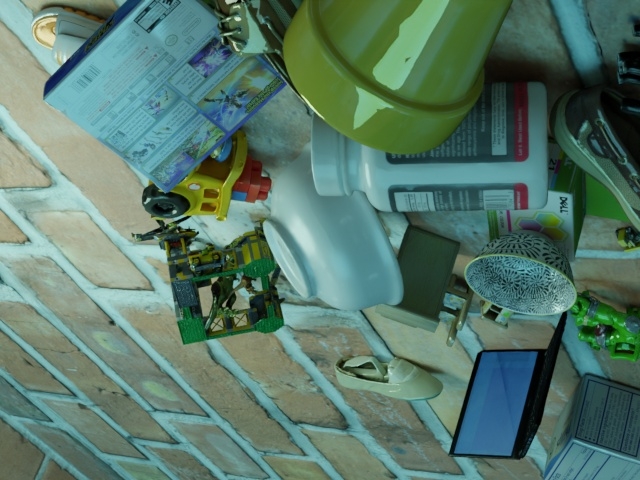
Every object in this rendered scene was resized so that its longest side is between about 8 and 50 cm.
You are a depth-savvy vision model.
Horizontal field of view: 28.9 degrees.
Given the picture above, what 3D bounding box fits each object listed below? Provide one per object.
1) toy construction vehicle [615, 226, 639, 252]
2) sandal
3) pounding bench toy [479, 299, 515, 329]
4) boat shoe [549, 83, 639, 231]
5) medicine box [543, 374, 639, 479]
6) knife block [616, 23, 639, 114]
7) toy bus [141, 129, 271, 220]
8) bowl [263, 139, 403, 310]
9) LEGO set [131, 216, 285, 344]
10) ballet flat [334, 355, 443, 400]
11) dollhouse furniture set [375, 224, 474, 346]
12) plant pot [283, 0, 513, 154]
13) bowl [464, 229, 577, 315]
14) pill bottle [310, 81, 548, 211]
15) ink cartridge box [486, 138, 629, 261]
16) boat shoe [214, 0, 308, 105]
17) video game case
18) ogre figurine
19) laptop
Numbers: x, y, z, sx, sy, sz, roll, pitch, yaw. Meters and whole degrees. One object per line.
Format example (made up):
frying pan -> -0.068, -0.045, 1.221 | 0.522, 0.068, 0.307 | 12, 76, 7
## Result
toy construction vehicle -> 0.518, 0.016, 1.939 | 0.086, 0.035, 0.098 | -12, 138, 45
sandal -> -0.338, -0.289, 1.925 | 0.265, 0.076, 0.102 | 14, 150, 12
pounding bench toy -> 0.321, 0.101, 2.202 | 0.052, 0.083, 0.065 | 24, 120, -12
boat shoe -> 0.467, -0.091, 1.672 | 0.342, 0.123, 0.123 | 41, 156, -12
medicine box -> 0.614, 0.416, 2.446 | 0.289, 0.149, 0.263 | 18, 151, 6
knife block -> 0.512, -0.184, 1.548 | 0.276, 0.088, 0.242 | 33, 150, -22
toy bus -> -0.182, -0.127, 2.053 | 0.211, 0.149, 0.220 | 8, 149, -5
bowl -> 0.000, 0.000, 1.980 | 0.298, 0.134, 0.298 | 56, 166, 21
LEGO set -> -0.193, 0.043, 2.359 | 0.255, 0.192, 0.331 | -15, 148, 3
ballet flat -> 0.136, 0.281, 2.605 | 0.248, 0.086, 0.086 | 2, 146, 32
dollhouse furniture set -> 0.155, 0.110, 2.203 | 0.212, 0.161, 0.242 | 19, 151, 2
plant pot -> 0.113, -0.274, 1.512 | 0.254, 0.254, 0.239 | 26, 135, -10
bowl -> 0.307, 0.036, 1.864 | 0.170, 0.080, 0.170 | 15, 151, 9
pill bottle -> 0.153, -0.128, 1.718 | 0.318, 0.176, 0.176 | 0, 147, 10
ink cartridge box -> 0.383, -0.053, 1.845 | 0.255, 0.097, 0.189 | 11, 150, 19
boat shoe -> -0.077, -0.297, 1.659 | 0.324, 0.120, 0.122 | 40, 180, -31
video game case -> -0.225, -0.233, 1.826 | 0.269, 0.061, 0.244 | -40, 121, 19
ogre figurine -> 0.500, 0.155, 2.131 | 0.118, 0.097, 0.197 | 18, 142, 30
laptop -> 0.341, 0.266, 2.275 | 0.136, 0.234, 0.264 | 16, 152, 8
